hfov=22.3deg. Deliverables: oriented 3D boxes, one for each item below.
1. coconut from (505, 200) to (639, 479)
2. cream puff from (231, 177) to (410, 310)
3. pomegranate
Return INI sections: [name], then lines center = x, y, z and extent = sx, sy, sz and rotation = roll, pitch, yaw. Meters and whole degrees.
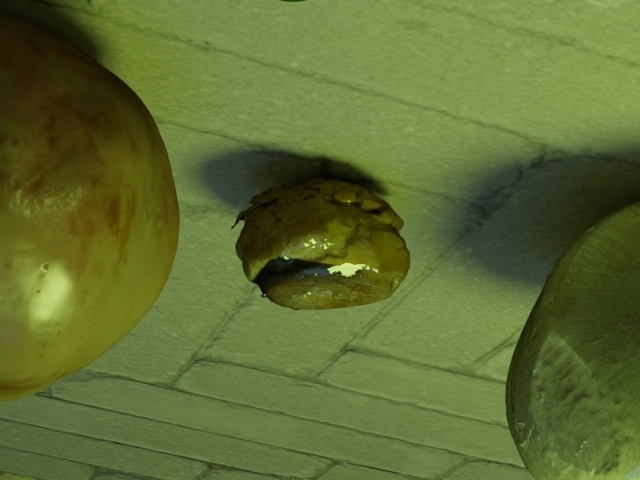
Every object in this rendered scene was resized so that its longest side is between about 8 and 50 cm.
[coconut]
center = 0.371, 0.129, 1.635
extent = 0.346, 0.346, 0.360
rotation = 10, 162, -6
[cream puff]
center = 0.000, 0.000, 1.712
extent = 0.189, 0.129, 0.189
rotation = -1, 160, 0
[pomegranate]
center = -0.335, -0.010, 1.462
extent = 0.411, 0.411, 0.411
rotation = 6, 156, 3
